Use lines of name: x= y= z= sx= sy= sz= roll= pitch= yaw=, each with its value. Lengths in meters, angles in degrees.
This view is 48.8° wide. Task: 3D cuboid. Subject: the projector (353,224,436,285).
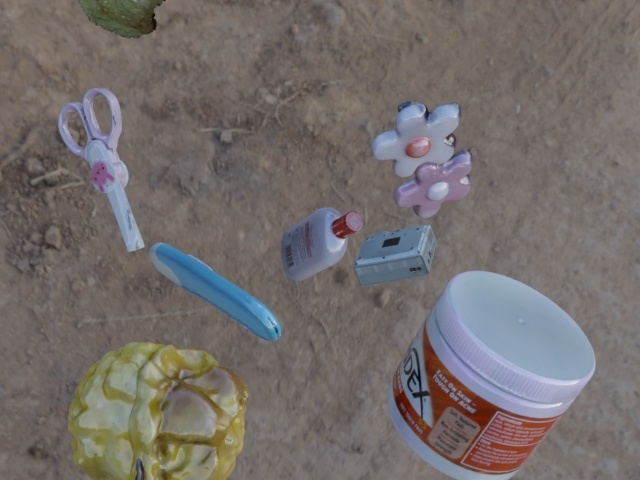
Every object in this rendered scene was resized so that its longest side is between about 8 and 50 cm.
projector: x=0.149 y=0.025 z=1.415 sx=0.147 sy=0.061 sz=0.115 roll=-11 pitch=28 yaw=26

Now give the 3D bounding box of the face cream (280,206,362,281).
face cream: x=0.000 y=0.000 z=0.470 sx=0.021 sy=0.083 sz=0.040 roll=3 pitch=72 yaw=-30

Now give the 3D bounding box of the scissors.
scissors: x=-0.316 y=-0.099 z=1.048 sx=0.030 sy=0.118 sz=0.242 roll=-22 pitch=93 yaw=-60

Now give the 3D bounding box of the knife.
knife: x=-0.113 y=0.048 z=0.731 sx=0.031 sy=0.064 sz=0.222 roll=-41 pitch=42 yaw=-24

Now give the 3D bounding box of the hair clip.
hair clip: x=0.163 y=-0.126 z=1.101 sx=0.146 sy=0.257 sz=0.075 roll=-28 pitch=46 yaw=2

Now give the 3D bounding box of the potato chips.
potato chips: x=-0.194 y=-0.283 z=0.713 sx=0.142 sy=0.209 sz=0.026 roll=12 pitch=55 yaw=13

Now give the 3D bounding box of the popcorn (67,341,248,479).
popcorn: x=-0.302 y=0.376 z=1.326 sx=0.348 sy=0.349 sz=0.382 roll=-1 pitch=45 yaw=-5

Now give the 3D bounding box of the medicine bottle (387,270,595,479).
medicine bottle: x=0.261 y=0.215 z=1.118 sx=0.252 sy=0.241 sz=0.253 roll=18 pitch=30 yaw=-11
